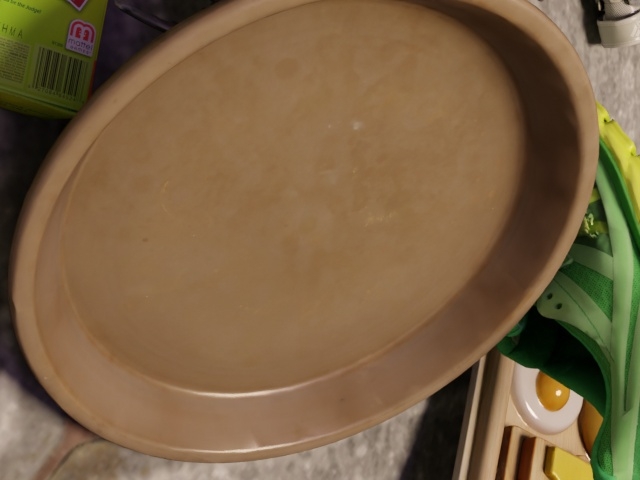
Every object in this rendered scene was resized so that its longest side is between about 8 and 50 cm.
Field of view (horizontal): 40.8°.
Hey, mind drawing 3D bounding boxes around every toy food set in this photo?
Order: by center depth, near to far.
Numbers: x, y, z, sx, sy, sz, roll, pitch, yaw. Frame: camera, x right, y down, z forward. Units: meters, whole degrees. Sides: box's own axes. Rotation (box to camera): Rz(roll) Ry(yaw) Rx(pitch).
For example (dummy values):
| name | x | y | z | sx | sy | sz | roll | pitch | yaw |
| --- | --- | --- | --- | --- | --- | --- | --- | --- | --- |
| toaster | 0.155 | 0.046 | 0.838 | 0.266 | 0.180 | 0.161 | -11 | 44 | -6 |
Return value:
| name | x | y | z | sx | sy | sz | roll | pitch | yaw |
| --- | --- | --- | --- | --- | --- | --- | --- | --- | --- |
| toy food set | 0.210 | 0.140 | 0.590 | 0.219 | 0.092 | 0.306 | 30 | 59 | -24 |

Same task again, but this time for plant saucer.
| name | x | y | z | sx | sy | sz | roll | pitch | yaw |
| --- | --- | --- | --- | --- | --- | --- | --- | --- | --- |
| plant saucer | 0.000 | 0.000 | 0.400 | 0.277 | 0.041 | 0.278 | -14 | 134 | -15 |

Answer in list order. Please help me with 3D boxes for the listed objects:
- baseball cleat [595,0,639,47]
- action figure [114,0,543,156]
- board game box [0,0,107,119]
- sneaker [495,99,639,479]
| name | x | y | z | sx | sy | sz | roll | pitch | yaw |
| --- | --- | --- | --- | --- | --- | --- | --- | --- | --- |
| baseball cleat | 0.227 | -0.210 | 0.655 | 0.205 | 0.072 | 0.110 | 12 | 86 | -42 |
| action figure | 0.034 | -0.125 | 0.434 | 0.275 | 0.141 | 0.164 | -39 | 148 | -38 |
| board game box | -0.169 | -0.113 | 0.320 | 0.181 | 0.043 | 0.092 | 13 | 85 | -43 |
| sneaker | 0.147 | 0.010 | 0.513 | 0.109 | 0.123 | 0.296 | 55 | 14 | -48 |
